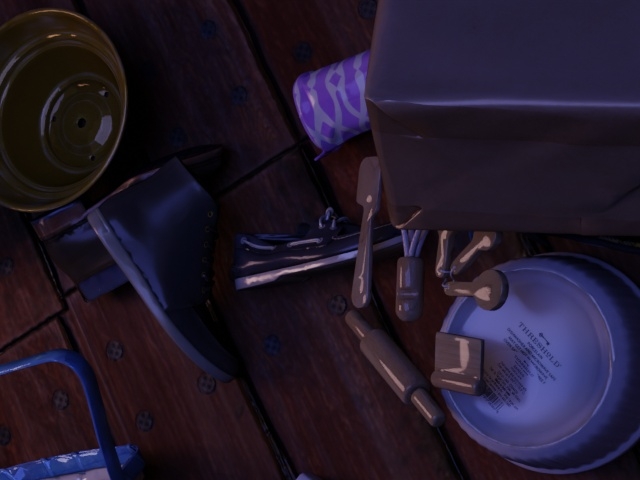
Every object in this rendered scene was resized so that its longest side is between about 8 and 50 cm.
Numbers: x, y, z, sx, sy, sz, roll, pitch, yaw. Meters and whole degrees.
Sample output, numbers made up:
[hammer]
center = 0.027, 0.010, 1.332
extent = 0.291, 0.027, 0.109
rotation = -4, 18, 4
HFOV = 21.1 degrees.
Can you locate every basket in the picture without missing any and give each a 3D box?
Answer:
[basket]
center = -0.304, 0.257, 1.717
extent = 0.254, 0.201, 0.289
rotation = -10, 111, 23

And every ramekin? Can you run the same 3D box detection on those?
[ramekin]
center = 0.204, 0.109, 1.560
extent = 0.207, 0.109, 0.207
rotation = -3, 83, 25

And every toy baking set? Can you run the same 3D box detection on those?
[toy baking set]
center = 0.092, 0.039, 1.558
extent = 0.256, 0.030, 0.197
rotation = 44, 118, 46

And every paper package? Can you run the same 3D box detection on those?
[paper package]
center = 0.207, -0.179, 1.463
extent = 0.309, 0.168, 0.325
rotation = 1, 52, 12

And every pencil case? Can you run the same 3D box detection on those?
[pencil case]
center = 0.075, -0.151, 1.671
extent = 0.206, 0.086, 0.088
rotation = -17, 100, 24

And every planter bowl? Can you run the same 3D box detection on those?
[planter bowl]
center = -0.275, -0.131, 1.828
extent = 0.217, 0.090, 0.217
rotation = -4, 81, 25

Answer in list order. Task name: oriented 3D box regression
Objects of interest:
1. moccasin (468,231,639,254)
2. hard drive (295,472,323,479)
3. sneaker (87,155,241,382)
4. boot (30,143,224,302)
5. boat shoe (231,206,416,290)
[moccasin]
center = 0.206, -0.060, 1.548
extent = 0.342, 0.138, 0.117
rotation = 9, 45, 27
[hard drive]
center = 0.052, 0.392, 1.636
extent = 0.307, 0.040, 0.203
rotation = 34, 99, 25
[sneaker]
center = -0.123, 0.030, 1.721
extent = 0.118, 0.083, 0.222
rotation = -36, 98, 0
[boot]
center = -0.183, -0.020, 1.797
extent = 0.219, 0.082, 0.106
rotation = -23, 100, 11
[boat shoe]
center = 0.000, 0.000, 1.691
extent = 0.206, 0.075, 0.065
rotation = -15, 80, 28
